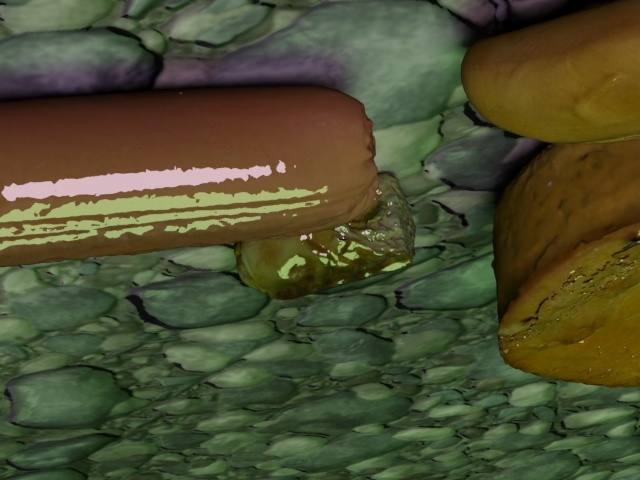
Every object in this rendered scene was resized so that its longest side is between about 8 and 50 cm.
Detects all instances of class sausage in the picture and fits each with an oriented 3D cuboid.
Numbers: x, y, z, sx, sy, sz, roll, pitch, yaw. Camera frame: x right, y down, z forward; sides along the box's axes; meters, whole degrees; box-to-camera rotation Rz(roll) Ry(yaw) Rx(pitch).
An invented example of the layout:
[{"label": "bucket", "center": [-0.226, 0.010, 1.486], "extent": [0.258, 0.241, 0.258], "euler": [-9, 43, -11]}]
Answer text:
[{"label": "sausage", "center": [-0.109, -0.033, 0.757], "extent": [0.289, 0.086, 0.086], "euler": [-4, 153, -11]}]

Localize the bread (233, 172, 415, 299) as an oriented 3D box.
[{"label": "bread", "center": [0.000, 0.000, 0.898], "extent": [0.110, 0.060, 0.066], "euler": [-15, -177, 10]}]

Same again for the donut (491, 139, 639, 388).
[{"label": "donut", "center": [0.234, -0.003, 0.922], "extent": [0.277, 0.109, 0.278], "euler": [-8, 153, -4]}]

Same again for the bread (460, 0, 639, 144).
[{"label": "bread", "center": [0.160, -0.088, 0.733], "extent": [0.189, 0.077, 0.114], "euler": [-16, -169, 31]}]
